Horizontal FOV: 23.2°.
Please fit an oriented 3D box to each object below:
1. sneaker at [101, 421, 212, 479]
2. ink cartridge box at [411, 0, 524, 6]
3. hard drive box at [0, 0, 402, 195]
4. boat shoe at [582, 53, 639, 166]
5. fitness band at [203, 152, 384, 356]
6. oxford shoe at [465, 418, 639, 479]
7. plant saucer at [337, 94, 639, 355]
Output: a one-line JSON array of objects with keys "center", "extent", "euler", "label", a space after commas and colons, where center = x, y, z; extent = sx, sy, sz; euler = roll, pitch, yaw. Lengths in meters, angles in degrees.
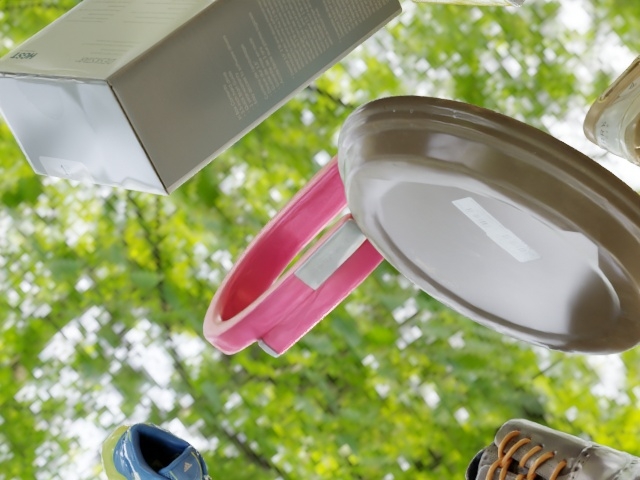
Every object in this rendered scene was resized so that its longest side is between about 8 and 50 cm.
[{"center": [-0.145, 0.290, 1.666], "extent": [0.240, 0.126, 0.091], "euler": [46, -117, 6], "label": "sneaker"}, {"center": [0.015, -0.321, 1.423], "extent": [0.303, 0.072, 0.307], "euler": [32, 174, -22], "label": "ink cartridge box"}, {"center": [-0.091, -0.139, 1.087], "extent": [0.232, 0.181, 0.089], "euler": [-40, -61, -26], "label": "hard drive box"}, {"center": [0.223, -0.109, 0.946], "extent": [0.170, 0.059, 0.063], "euler": [-39, -55, -25], "label": "boat shoe"}, {"center": [0.000, 0.000, 1.482], "extent": [0.054, 0.291, 0.209], "euler": [41, -157, -15], "label": "fitness band"}, {"center": [0.176, 0.201, 1.147], "extent": [0.133, 0.130, 0.363], "euler": [33, 169, 2], "label": "oxford shoe"}, {"center": [0.128, 0.000, 1.100], "extent": [0.278, 0.278, 0.041], "euler": [40, -113, -19], "label": "plant saucer"}]
